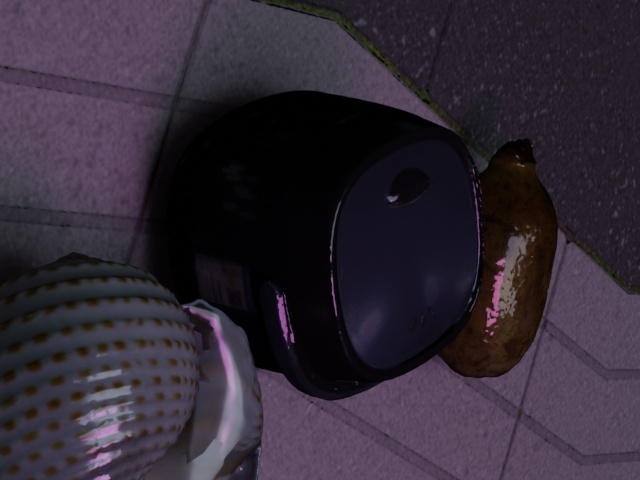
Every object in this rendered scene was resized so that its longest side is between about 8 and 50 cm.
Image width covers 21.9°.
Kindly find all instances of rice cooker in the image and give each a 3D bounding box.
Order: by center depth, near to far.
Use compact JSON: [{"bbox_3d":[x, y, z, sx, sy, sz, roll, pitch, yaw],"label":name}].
[{"bbox_3d":[0.000,0.000,1.445,0.267,0.224,0.267,-14,109,-48],"label":"rice cooker"}]

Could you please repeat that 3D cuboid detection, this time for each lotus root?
[{"bbox_3d":[0.182,0.018,1.730,0.145,0.128,0.260,-4,108,-62],"label":"lotus root"}]

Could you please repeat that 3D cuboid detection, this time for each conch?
[{"bbox_3d":[-0.185,0.174,1.285,0.303,0.215,0.319,28,73,-58],"label":"conch"}]
